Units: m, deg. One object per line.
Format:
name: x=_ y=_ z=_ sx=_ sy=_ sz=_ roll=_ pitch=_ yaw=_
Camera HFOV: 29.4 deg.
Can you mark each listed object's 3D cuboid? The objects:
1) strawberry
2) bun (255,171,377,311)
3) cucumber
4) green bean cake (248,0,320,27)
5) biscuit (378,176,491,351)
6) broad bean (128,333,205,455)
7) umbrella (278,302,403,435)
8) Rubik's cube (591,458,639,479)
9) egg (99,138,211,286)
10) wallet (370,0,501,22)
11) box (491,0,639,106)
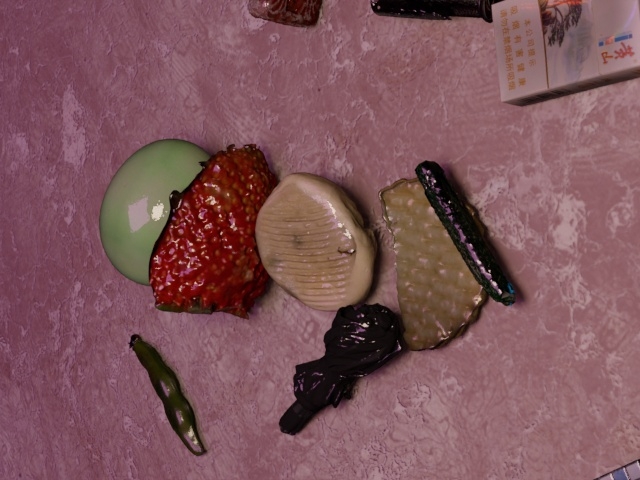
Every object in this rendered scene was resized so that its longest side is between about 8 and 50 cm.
strawberry: x=-0.158 y=-0.009 z=2.049 sx=0.138 sy=0.233 sz=0.306 roll=29 pitch=107 yaw=49
bun: x=0.000 y=0.000 z=1.991 sx=0.210 sy=0.116 sz=0.237 roll=-16 pitch=94 yaw=38
cucumber: x=0.212 y=-0.009 z=1.804 sx=0.044 sy=0.043 sz=0.256 roll=-44 pitch=65 yaw=35
green bean cake: x=-0.052 y=-0.426 z=2.025 sx=0.056 sy=0.136 sz=0.135 roll=17 pitch=100 yaw=40
biscuit: x=0.185 y=0.028 z=1.875 sx=0.187 sy=0.036 sz=0.273 roll=-14 pitch=80 yaw=42
broad bean: x=-0.290 y=0.281 z=2.303 sx=0.297 sy=0.043 sz=0.060 roll=57 pitch=135 yaw=28
umbrella: x=0.019 y=0.218 z=1.989 sx=0.118 sy=0.118 sz=0.340 roll=60 pitch=137 yaw=25
Rubik's cube: x=0.425 y=0.343 z=1.616 sx=0.092 sy=0.092 sz=0.092 roll=-36 pitch=66 yaw=36
egg: x=-0.278 y=-0.049 z=2.174 sx=0.220 sy=0.220 sz=0.269 roll=29 pitch=97 yaw=39
wallet: x=0.190 y=-0.466 z=1.855 sx=0.221 sy=0.071 sz=0.262 roll=12 pitch=91 yaw=42
box: x=0.356 y=-0.284 z=1.699 sx=0.233 sy=0.067 sz=0.149 roll=-12 pitch=83 yaw=41
